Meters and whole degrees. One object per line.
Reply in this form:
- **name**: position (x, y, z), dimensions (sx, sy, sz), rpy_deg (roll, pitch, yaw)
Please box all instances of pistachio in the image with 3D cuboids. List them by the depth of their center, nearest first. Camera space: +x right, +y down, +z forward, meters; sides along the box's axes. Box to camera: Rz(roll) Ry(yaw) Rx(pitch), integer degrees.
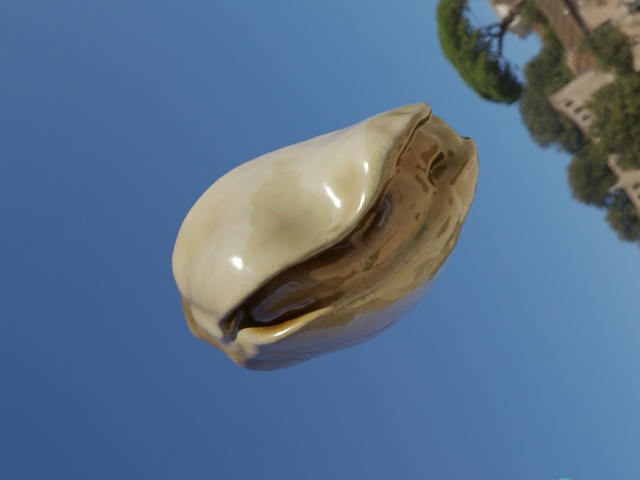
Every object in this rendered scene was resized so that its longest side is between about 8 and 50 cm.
- **pistachio**: position (0.000, 0.000, 1.209), dimensions (0.281, 0.445, 0.365), rpy_deg (48, -154, -8)

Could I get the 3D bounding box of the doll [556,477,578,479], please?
- **doll**: position (0.256, 0.391, 0.866), dimensions (0.098, 0.341, 0.346), rpy_deg (5, -124, -31)
